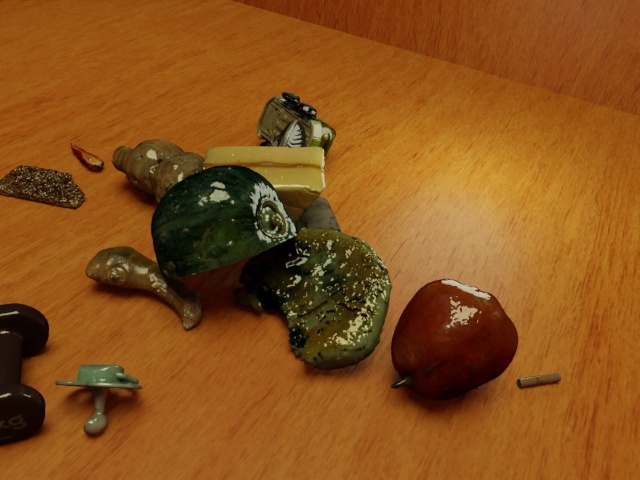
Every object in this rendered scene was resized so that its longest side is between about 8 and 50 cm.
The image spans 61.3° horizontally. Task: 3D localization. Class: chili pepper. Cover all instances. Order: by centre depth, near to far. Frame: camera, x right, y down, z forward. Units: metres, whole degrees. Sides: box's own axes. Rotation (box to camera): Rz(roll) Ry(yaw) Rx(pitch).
[{"bbox_3d":[-0.679,-0.240,1.559,0.178,0.027,0.045,32,41,27],"label":"chili pepper"}]

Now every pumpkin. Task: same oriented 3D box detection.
[{"bbox_3d":[-0.219,-0.053,1.150,0.263,0.196,0.293,-16,6,35],"label":"pumpkin"}]

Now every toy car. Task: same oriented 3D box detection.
[{"bbox_3d":[-0.056,-0.331,1.679,0.198,0.204,0.248,-1,34,-49],"label":"toy car"}]

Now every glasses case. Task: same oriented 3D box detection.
[{"bbox_3d":[0.000,0.000,1.346,0.114,0.060,0.299,-9,41,-12],"label":"glasses case"}]

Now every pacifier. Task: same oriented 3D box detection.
[{"bbox_3d":[-0.382,0.274,0.937,0.150,0.127,0.116,-3,74,13],"label":"pacifier"}]

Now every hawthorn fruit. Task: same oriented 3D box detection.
[{"bbox_3d":[0.238,0.203,1.038,0.224,0.224,0.261,33,68,28],"label":"hawthorn fruit"}]

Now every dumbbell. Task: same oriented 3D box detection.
[{"bbox_3d":[-0.546,0.225,0.930,0.140,0.124,0.225,-8,41,-20],"label":"dumbbell"}]

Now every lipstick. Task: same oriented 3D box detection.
[{"bbox_3d":[0.446,0.285,1.101,0.094,0.019,0.019,-5,40,-15],"label":"lipstick"}]

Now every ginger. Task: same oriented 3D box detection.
[{"bbox_3d":[-0.374,0.092,1.160,0.295,0.086,0.131,28,20,17],"label":"ginger"},{"bbox_3d":[-0.379,-0.163,1.413,0.375,0.176,0.256,23,24,22],"label":"ginger"}]

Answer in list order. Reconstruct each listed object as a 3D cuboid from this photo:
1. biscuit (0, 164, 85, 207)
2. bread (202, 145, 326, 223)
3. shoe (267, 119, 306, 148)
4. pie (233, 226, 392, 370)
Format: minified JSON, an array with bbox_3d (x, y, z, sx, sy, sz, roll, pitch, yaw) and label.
[{"bbox_3d":[-0.729,-0.148,1.439,0.237,0.026,0.131,10,41,5],"label":"biscuit"},{"bbox_3d":[-0.135,-0.170,1.312,0.264,0.163,0.167,21,45,-26],"label":"bread"},{"bbox_3d":[-0.124,-0.237,1.529,0.112,0.227,0.099,16,-6,35],"label":"shoe"},{"bbox_3d":[-0.003,0.105,1.148,0.296,0.078,0.371,-39,51,-17],"label":"pie"}]
